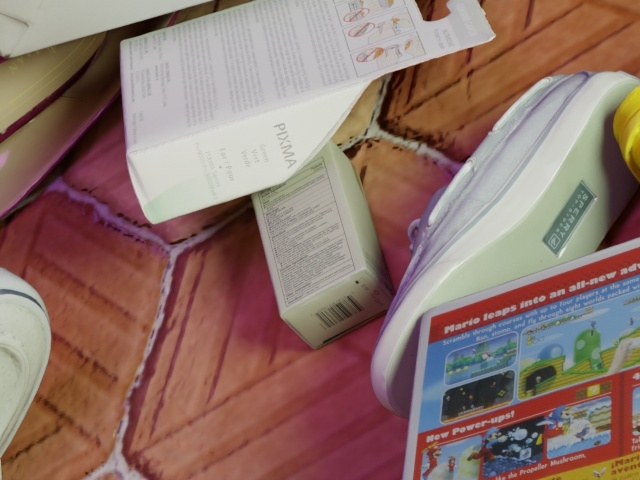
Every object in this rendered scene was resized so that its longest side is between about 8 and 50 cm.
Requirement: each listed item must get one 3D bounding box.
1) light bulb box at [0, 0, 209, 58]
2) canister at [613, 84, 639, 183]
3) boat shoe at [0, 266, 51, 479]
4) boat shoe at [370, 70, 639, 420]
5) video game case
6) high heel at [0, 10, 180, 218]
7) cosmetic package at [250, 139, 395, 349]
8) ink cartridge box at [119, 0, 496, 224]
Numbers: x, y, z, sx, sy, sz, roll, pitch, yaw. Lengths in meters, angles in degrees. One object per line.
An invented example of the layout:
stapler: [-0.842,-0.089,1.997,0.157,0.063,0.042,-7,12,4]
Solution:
light bulb box: [-0.090,-0.352,1.292,0.358,0.225,0.361,-16,46,0]
canister: [0.231,-0.023,0.969,0.126,0.073,0.170,-31,45,12]
boat shoe: [-0.262,0.186,1.111,0.367,0.136,0.156,-49,43,-4]
boat shoe: [0.093,0.000,1.057,0.227,0.079,0.081,-51,33,-16]
video game case: [0.123,0.111,0.849,0.204,0.025,0.285,-20,39,27]
high heel: [-0.235,-0.044,1.282,0.181,0.127,0.377,2,58,40]
cosmetic package: [0.000,0.000,1.140,0.060,0.041,0.115,-28,44,15]
ink cartridge box: [-0.010,-0.101,1.202,0.225,0.056,0.181,-16,28,1]
